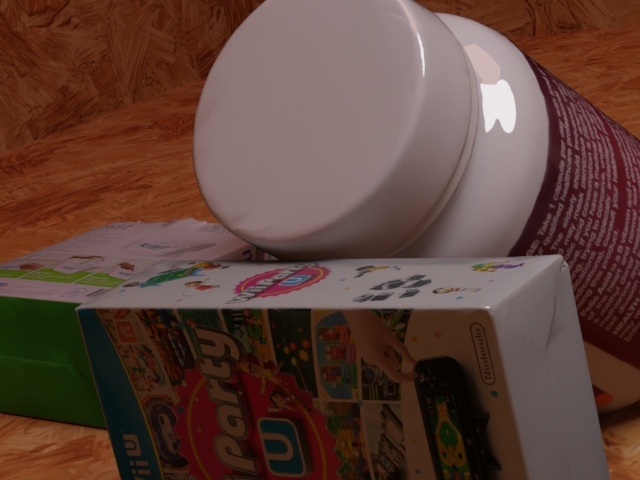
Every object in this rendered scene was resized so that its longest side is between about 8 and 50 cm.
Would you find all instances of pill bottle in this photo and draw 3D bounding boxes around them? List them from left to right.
[{"bbox_3d":[0.103,-0.026,1.315,0.224,0.224,0.392,-1,-19,38],"label":"pill bottle"}]

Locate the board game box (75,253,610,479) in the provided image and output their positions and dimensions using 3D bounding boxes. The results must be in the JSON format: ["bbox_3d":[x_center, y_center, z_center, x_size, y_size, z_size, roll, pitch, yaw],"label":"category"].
[{"bbox_3d":[0.016,0.126,1.128,0.303,0.224,0.097,-2,19,36],"label":"board game box"}]

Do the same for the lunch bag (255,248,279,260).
[{"bbox_3d":[0.000,0.000,1.556,0.108,0.224,0.279,1,-19,-1],"label":"lunch bag"}]

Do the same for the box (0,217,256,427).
[{"bbox_3d":[-0.190,0.070,1.747,0.262,0.126,0.231,2,17,44],"label":"box"}]
